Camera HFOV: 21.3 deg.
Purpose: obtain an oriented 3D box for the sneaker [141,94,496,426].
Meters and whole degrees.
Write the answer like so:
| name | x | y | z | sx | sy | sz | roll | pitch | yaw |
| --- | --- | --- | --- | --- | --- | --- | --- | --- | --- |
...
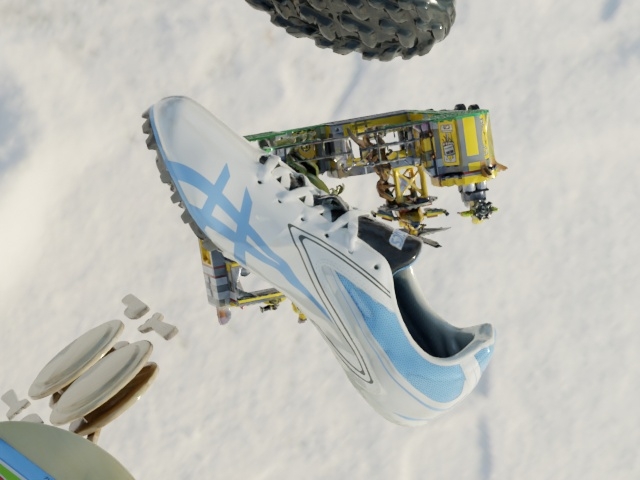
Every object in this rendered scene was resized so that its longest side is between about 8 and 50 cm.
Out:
| name | x | y | z | sx | sy | sz | roll | pitch | yaw |
| --- | --- | --- | --- | --- | --- | --- | --- | --- | --- |
| sneaker | 0.000 | 0.000 | 0.940 | 0.237 | 0.086 | 0.085 | 45 | 19 | -5 |

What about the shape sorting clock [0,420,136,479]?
| name | x | y | z | sx | sy | sz | roll | pitch | yaw |
| --- | --- | --- | --- | --- | --- | --- | --- | --- | --- |
| shape sorting clock | -0.195 | 0.213 | 1.049 | 0.206 | 0.040 | 0.206 | -1 | 75 | 5 |

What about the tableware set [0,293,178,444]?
| name | x | y | z | sx | sy | sz | roll | pitch | yaw |
| --- | --- | --- | --- | --- | --- | --- | --- | --- | --- |
| tableware set | -0.157 | 0.103 | 1.204 | 0.128 | 0.194 | 0.039 | -39 | 104 | -10 |

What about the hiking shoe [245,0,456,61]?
| name | x | y | z | sx | sy | sz | roll | pitch | yaw |
| --- | --- | --- | --- | --- | --- | --- | --- | --- | --- |
| hiking shoe | -0.032 | -0.237 | 1.156 | 0.304 | 0.113 | 0.132 | 29 | 62 | 5 |

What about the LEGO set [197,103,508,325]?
| name | x | y | z | sx | sy | sz | roll | pitch | yaw |
| --- | --- | --- | --- | --- | --- | --- | --- | --- | --- |
| LEGO set | 0.018 | -0.013 | 1.644 | 0.331 | 0.255 | 0.192 | -13 | 99 | -25 |
